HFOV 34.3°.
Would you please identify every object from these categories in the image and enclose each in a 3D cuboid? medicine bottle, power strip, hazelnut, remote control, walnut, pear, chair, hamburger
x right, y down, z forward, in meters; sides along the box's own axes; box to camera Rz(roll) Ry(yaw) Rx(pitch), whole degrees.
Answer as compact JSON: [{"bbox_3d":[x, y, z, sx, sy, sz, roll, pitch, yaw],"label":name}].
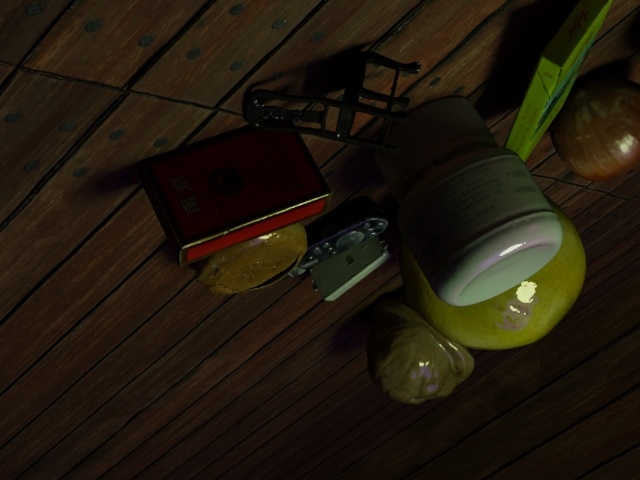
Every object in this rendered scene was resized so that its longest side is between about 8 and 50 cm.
[{"bbox_3d":[0.243,-0.068,1.762,0.241,0.302,0.241,-23,158,-10],"label":"medicine bottle"},{"bbox_3d":[0.059,0.044,2.095,0.192,0.081,0.035,-39,157,24],"label":"power strip"},{"bbox_3d":[0.544,-0.217,1.975,0.214,0.176,0.214,-8,127,-10],"label":"hazelnut"},{"bbox_3d":[0.000,0.000,1.970,0.265,0.066,0.090,-27,146,8],"label":"remote control"},{"bbox_3d":[0.243,0.254,2.532,0.296,0.285,0.285,-50,167,-23],"label":"walnut"},{"bbox_3d":[0.340,0.043,2.077,0.362,0.362,0.418,-34,131,14],"label":"pear"},{"bbox_3d":[0.017,-0.208,1.493,0.229,0.113,0.106,13,153,0],"label":"chair"},{"bbox_3d":[-0.123,0.007,1.770,0.213,0.108,0.214,-20,154,-11],"label":"hamburger"}]

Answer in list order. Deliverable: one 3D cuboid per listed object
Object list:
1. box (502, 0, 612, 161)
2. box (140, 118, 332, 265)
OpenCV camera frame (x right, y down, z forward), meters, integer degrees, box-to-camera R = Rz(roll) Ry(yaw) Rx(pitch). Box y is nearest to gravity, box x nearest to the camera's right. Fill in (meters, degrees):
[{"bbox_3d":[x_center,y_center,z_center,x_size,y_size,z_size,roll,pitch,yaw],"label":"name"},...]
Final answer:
[{"bbox_3d":[0.390,-0.265,1.736,0.187,0.047,0.335,-52,167,-22],"label":"box"},{"bbox_3d":[-0.123,-0.077,1.506,0.239,0.153,0.074,-21,162,-18],"label":"box"}]
